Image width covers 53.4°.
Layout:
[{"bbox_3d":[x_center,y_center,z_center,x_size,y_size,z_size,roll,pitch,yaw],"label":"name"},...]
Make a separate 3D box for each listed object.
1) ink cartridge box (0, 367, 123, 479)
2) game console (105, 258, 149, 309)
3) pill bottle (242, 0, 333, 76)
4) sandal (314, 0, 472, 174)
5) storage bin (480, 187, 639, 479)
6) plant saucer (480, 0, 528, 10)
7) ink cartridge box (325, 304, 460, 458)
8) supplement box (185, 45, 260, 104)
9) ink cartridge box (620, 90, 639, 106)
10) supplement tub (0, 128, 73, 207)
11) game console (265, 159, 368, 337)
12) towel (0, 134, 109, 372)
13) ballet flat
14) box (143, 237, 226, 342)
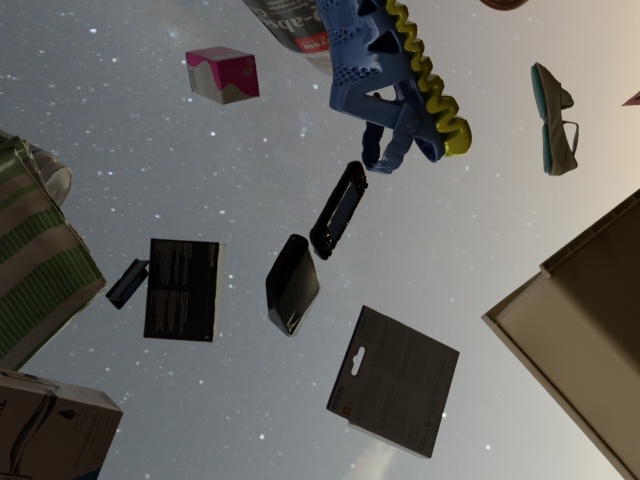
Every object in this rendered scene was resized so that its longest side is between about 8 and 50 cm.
[{"bbox_3d":[-0.360,0.235,0.738,0.203,0.086,0.148,25,-97,-36],"label":"ink cartridge box"},{"bbox_3d":[-0.461,0.111,1.568,0.122,0.071,0.107,-55,-28,-24],"label":"game console"},{"bbox_3d":[-0.023,-0.430,1.031,0.363,0.210,0.210,32,-110,-59],"label":"pill bottle"},{"bbox_3d":[0.065,-0.204,0.797,0.138,0.126,0.317,-36,-70,-1],"label":"sandal"},{"bbox_3d":[0.358,0.088,0.639,0.260,0.262,0.123,-31,-20,-26],"label":"storage bin"},{"bbox_3d":[0.273,-0.451,0.963,0.037,0.200,0.200,-29,-53,-16],"label":"plant saucer"},{"bbox_3d":[0.136,0.266,1.209,0.223,0.224,0.045,-66,9,-27],"label":"ink cartridge box"},{"bbox_3d":[-0.260,-0.438,1.679,0.114,0.220,0.111,-18,-61,-24],"label":"supplement box"},{"bbox_3d":[0.603,-0.304,0.995,0.232,0.189,0.066,-33,-78,-2],"label":"ink cartridge box"},{"bbox_3d":[-0.653,-0.145,1.363,0.144,0.199,0.144,25,-90,-86],"label":"supplement tub"},{"bbox_3d":[0.000,0.000,1.203,0.361,0.044,0.213,-62,-18,-20],"label":"game console"},{"bbox_3d":[-0.430,0.044,0.855,0.248,0.038,0.325,-49,-29,-27],"label":"towel"},{"bbox_3d":[0.505,-0.262,1.359,0.086,0.086,0.249,-9,-89,-57],"label":"ballet flat"},{"bbox_3d":[-0.355,0.130,1.684,0.103,0.184,0.261,28,-114,-83],"label":"box"}]
